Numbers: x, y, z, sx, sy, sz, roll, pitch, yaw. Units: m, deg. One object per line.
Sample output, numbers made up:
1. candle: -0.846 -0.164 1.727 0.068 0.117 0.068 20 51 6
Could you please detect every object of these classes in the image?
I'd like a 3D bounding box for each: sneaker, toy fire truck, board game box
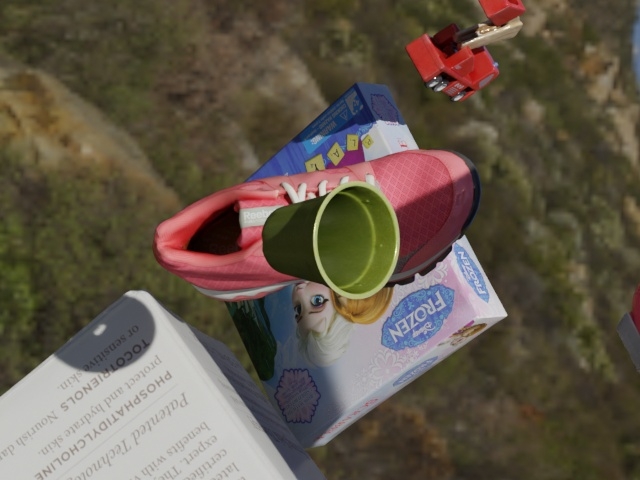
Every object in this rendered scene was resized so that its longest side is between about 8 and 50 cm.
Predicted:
1. sneaker: -0.010 -0.009 1.339 0.136 0.313 0.116 17 61 -64
2. toy fire truck: 0.163 -0.211 1.560 0.047 0.135 0.192 63 18 15
3. board game box: 0.022 0.034 1.758 0.066 0.318 0.318 -1 58 -51

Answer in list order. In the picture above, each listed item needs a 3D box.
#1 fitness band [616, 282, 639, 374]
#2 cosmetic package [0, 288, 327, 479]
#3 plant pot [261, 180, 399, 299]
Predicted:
1. fitness band: 0.429 0.135 1.546 0.291 0.209 0.054 -109 -144 -48
2. cosmetic package: -0.153 0.324 1.537 0.394 0.327 0.329 51 1 19
3. plant pot: 0.000 0.000 1.072 0.083 0.079 0.083 0 89 -43
